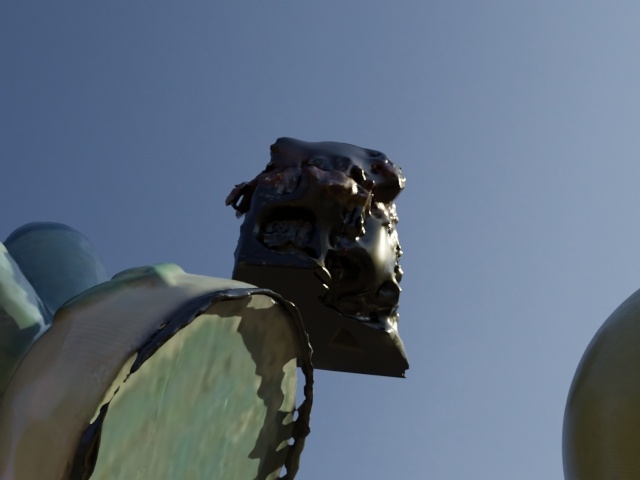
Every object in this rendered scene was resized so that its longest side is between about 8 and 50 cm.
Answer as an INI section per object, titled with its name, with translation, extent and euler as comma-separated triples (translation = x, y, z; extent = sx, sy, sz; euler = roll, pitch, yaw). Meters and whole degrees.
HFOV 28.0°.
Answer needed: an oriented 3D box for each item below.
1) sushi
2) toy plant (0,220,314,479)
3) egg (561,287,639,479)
[sushi]
translation = 0.000, 0.000, 1.033
extent = 0.153, 0.150, 0.172
euler = 3, -30, 26
[toy plant]
translation = -0.199, 0.091, 0.860
extent = 0.247, 0.332, 0.247
euler = -35, -45, -45
[egg]
translation = 0.240, 0.115, 0.629
extent = 0.269, 0.219, 0.219
euler = 33, -69, -35
